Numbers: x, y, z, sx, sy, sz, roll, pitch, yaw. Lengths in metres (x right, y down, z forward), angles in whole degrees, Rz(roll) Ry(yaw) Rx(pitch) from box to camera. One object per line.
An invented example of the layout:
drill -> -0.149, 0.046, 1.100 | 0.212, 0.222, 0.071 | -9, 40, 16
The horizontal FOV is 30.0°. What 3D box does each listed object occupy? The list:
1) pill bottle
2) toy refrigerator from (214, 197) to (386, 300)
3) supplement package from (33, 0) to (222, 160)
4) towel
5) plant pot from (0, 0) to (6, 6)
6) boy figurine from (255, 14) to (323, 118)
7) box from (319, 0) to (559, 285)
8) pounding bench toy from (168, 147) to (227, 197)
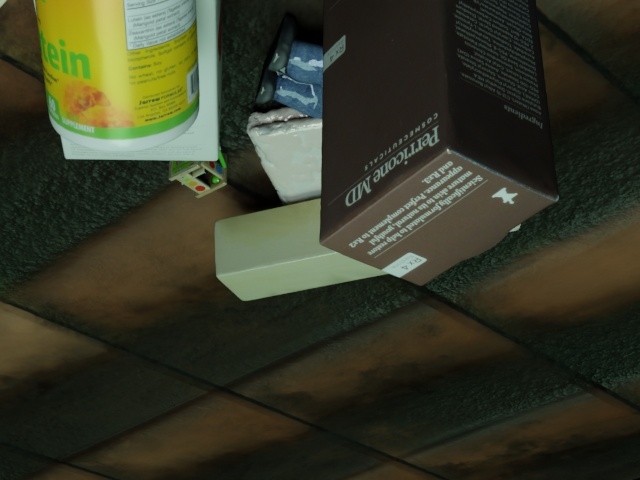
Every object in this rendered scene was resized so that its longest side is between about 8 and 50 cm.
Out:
pill bottle -> -0.175, -0.212, 1.017 | 0.136, 0.136, 0.246 | 0, 126, -2
toy refrigerator -> 0.000, 0.000, 1.614 | 0.269, 0.094, 0.102 | -11, 154, 16
supplement package -> -0.190, -0.237, 1.245 | 0.175, 0.178, 0.293 | 1, 148, -3
towel -> 0.095, -0.090, 1.607 | 0.316, 0.053, 0.332 | -9, 147, 11
plant pot -> -0.354, -0.326, 1.014 | 0.274, 0.243, 0.275 | -5, 149, -3
boy figurine -> 0.074, -0.169, 1.389 | 0.285, 0.092, 0.177 | 17, 139, -7
box -> 0.104, -0.171, 1.168 | 0.143, 0.381, 0.191 | 20, 142, -30
pounding bench toy -> -0.147, -0.102, 1.578 | 0.083, 0.052, 0.065 | -23, 142, 30
